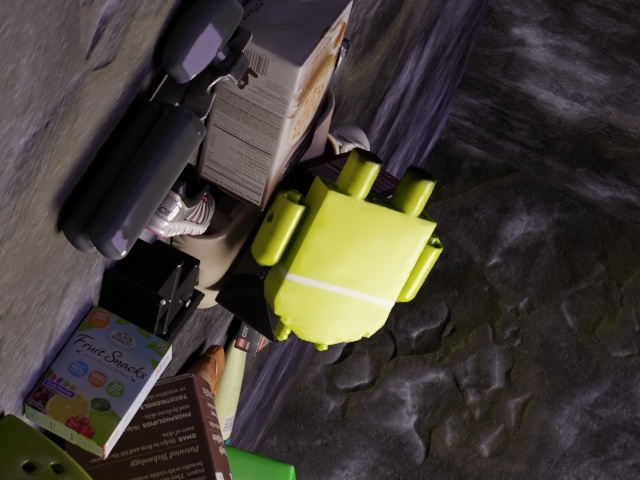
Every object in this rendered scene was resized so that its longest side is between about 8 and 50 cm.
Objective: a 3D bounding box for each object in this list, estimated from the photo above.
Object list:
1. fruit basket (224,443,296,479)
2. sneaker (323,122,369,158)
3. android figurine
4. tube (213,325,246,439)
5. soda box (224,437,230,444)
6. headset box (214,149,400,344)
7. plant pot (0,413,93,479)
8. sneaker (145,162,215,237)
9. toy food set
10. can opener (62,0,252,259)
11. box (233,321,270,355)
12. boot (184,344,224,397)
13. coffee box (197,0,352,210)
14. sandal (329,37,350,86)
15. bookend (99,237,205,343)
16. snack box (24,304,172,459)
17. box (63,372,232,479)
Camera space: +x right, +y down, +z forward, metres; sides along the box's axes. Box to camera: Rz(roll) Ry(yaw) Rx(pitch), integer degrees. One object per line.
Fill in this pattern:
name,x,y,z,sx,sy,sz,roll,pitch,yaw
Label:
fruit basket,-0.225,0.533,2.231,0.392,0.392,0.283,-58,153,-35
sneaker,0.020,-0.139,2.224,0.290,0.106,0.123,-51,169,-53
android figurine,0.033,0.020,1.702,0.273,0.248,0.056,-64,-148,20
tube,-0.170,0.255,2.525,0.062,0.070,0.240,-1,121,-32
soda box,-0.232,0.403,2.549,0.071,0.067,0.210,-64,173,6
headset box,0.000,0.000,1.886,0.218,0.110,0.293,-59,169,18
plant pot,-0.296,0.353,1.366,0.227,0.207,0.228,-57,171,-44
sneaker,-0.149,-0.051,1.510,0.075,0.063,0.170,-58,169,14
toy food set,-0.096,-0.066,1.823,0.306,0.092,0.220,-51,169,-25
can opener,-0.156,-0.113,1.296,0.093,0.074,0.280,48,63,-45
box,-0.080,0.078,2.452,0.159,0.044,0.233,-37,147,-75
boot,-0.211,0.274,2.237,0.197,0.073,0.152,-61,-179,29
coffee box,-0.056,-0.174,1.586,0.141,0.098,0.246,-56,170,-38
sandal,0.011,-0.251,1.959,0.097,0.054,0.254,-59,172,-29
bookend,-0.188,0.053,1.579,0.157,0.072,0.156,-57,170,-43
snack box,-0.237,0.150,1.467,0.141,0.100,0.037,-58,170,-33
box,-0.196,0.279,1.625,0.168,0.167,0.203,79,-4,-80
